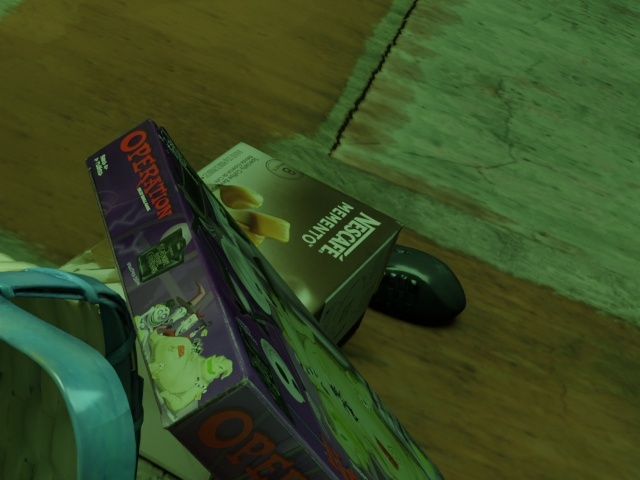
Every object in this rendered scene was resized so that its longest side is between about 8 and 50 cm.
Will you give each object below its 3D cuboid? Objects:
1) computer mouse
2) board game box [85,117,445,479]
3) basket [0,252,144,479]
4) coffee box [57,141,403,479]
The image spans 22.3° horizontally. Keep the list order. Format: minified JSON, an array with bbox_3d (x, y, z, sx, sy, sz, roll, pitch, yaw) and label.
[{"bbox_3d":[0.000,0.000,1.236,0.242,0.041,0.071,21,31,2],"label":"computer mouse"},{"bbox_3d":[0.008,0.113,0.839,0.347,0.056,0.208,52,12,-40],"label":"board game box"},{"bbox_3d":[-0.168,0.130,0.728,0.201,0.255,0.289,-9,22,-39],"label":"basket"},{"bbox_3d":[-0.064,0.040,1.073,0.141,0.098,0.246,29,31,14],"label":"coffee box"}]
